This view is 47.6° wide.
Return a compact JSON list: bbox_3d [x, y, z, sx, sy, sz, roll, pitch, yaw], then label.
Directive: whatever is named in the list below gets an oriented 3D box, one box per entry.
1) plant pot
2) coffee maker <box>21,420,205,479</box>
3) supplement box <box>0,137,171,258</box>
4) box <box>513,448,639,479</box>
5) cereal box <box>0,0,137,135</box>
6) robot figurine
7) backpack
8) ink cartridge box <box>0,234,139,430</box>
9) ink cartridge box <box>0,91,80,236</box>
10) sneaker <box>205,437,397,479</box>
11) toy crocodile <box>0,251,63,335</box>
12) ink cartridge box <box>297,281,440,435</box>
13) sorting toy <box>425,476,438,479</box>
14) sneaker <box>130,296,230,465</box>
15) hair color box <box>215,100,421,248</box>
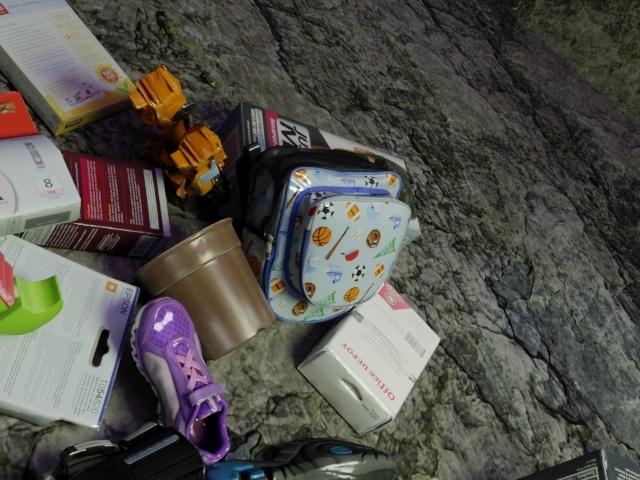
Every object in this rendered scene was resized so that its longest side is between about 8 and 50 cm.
[{"bbox_3d":[-0.158,0.079,1.052,0.167,0.167,0.165,-32,91,-48],"label":"plant pot"},{"bbox_3d":[-0.223,0.306,0.832,0.178,0.120,0.171,-15,57,-46],"label":"coffee maker"},{"bbox_3d":[-0.346,-0.055,1.047,0.239,0.073,0.130,10,53,-35],"label":"supplement box"},{"bbox_3d":[0.371,0.511,1.058,0.182,0.296,0.294,28,46,-21],"label":"box"},{"bbox_3d":[-0.432,-0.295,1.175,0.240,0.047,0.173,50,41,3],"label":"cereal box"},{"bbox_3d":[-0.215,-0.148,1.111,0.085,0.291,0.211,-35,88,-12],"label":"robot figurine"},{"bbox_3d":[0.000,0.000,1.143,0.276,0.263,0.213,2,29,-32],"label":"backpack"},{"bbox_3d":[-0.364,0.115,0.925,0.224,0.045,0.223,27,46,-23],"label":"ink cartridge box"},{"bbox_3d":[-0.440,-0.109,0.928,0.189,0.066,0.232,-16,70,-34],"label":"ink cartridge box"},{"bbox_3d":[-0.025,0.359,1.000,0.340,0.125,0.140,3,88,-44],"label":"sneaker"},{"bbox_3d":[-0.405,0.013,0.763,0.340,0.105,0.115,59,5,-51],"label":"toy crocodile"},{"bbox_3d":[0.086,0.190,1.211,0.158,0.092,0.218,47,40,-2],"label":"ink cartridge box"},{"bbox_3d":[0.089,0.436,1.013,0.347,0.047,0.196,-1,97,-40],"label":"sorting toy"},{"bbox_3d":[-0.169,0.187,0.932,0.095,0.104,0.236,-15,94,-39],"label":"sneaker"},{"bbox_3d":[-0.003,-0.102,1.340,0.374,0.113,0.185,15,51,-32],"label":"hair color box"}]
